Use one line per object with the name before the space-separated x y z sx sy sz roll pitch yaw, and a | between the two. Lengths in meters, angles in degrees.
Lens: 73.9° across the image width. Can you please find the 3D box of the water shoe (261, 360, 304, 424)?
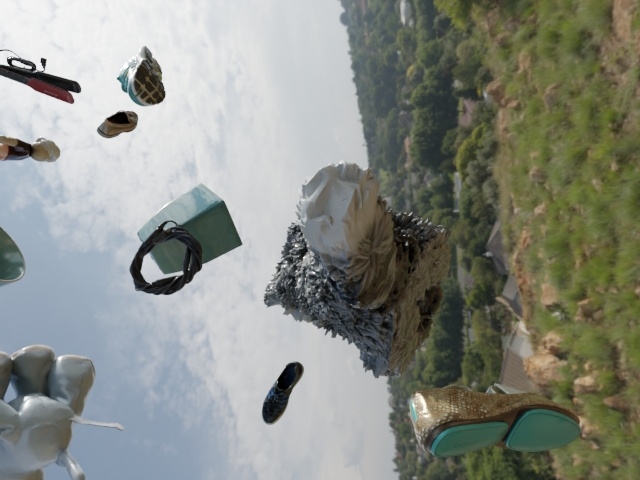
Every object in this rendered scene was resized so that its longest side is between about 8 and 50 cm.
water shoe | -0.124 0.447 1.261 0.203 0.073 0.080 -62 -22 -9

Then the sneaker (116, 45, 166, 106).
sneaker | -0.501 -0.438 1.179 0.107 0.110 0.275 57 -172 -43

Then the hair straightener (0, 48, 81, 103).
hair straightener | -0.700 -0.406 1.036 0.047 0.231 0.088 114 170 -58

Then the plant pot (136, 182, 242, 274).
plant pot | -0.385 -0.022 1.226 0.166 0.234 0.165 35 150 44

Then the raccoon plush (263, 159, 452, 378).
raccoon plush | 0.000 0.000 0.591 0.216 0.300 0.446 -56 -34 -24

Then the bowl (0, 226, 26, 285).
bowl | -1.021 0.041 1.187 0.311 0.163 0.311 52 176 5

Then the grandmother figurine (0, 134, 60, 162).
grandmother figurine | -1.062 -0.296 1.424 0.343 0.208 0.103 -16 -78 -51

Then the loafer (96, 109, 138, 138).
loafer | -0.417 -0.251 0.892 0.045 0.039 0.125 36 -148 -11

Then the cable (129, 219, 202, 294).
cable | -0.365 0.054 1.005 0.151 0.184 0.047 42 178 3

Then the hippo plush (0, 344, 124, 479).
hippo plush | -0.504 0.340 0.723 0.236 0.295 0.234 -62 3 15

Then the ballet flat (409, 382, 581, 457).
ballet flat | 0.181 0.178 0.444 0.073 0.207 0.067 -67 27 22
